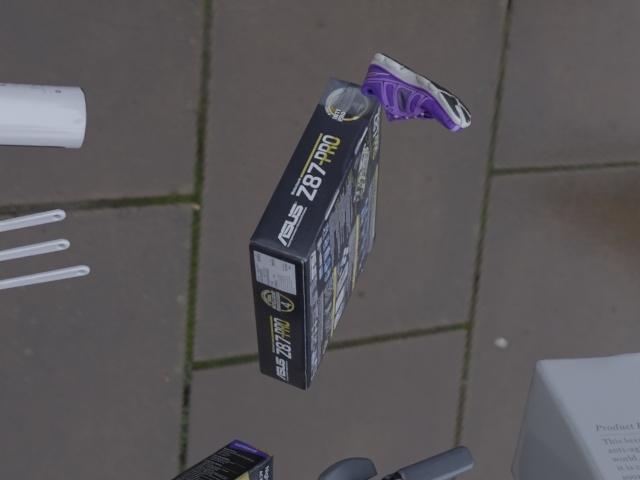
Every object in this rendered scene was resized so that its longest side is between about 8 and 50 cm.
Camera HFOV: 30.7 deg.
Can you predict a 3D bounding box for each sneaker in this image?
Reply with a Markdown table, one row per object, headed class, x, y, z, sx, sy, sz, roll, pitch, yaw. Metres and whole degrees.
| class | x | y | z | sx | sy | sz | roll | pitch | yaw |
| --- | --- | --- | --- | --- | --- | --- | --- | --- | --- |
| sneaker | 0.118 | -0.172 | 1.461 | 0.068 | 0.170 | 0.071 | 18 | 104 | -49 |

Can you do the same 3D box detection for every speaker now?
| class | x | y | z | sx | sy | sz | roll | pitch | yaw |
| --- | --- | --- | --- | --- | --- | --- | --- | --- | --- |
| speaker | -0.272 | -0.107 | 0.992 | 0.136 | 0.055 | 0.055 | 0 | 106 | -24 |

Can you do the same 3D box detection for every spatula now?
| class | x | y | z | sx | sy | sz | roll | pitch | yaw |
| --- | --- | --- | --- | --- | --- | --- | --- | --- | --- |
| spatula | -0.417 | 0.023 | 1.441 | 0.242 | 0.019 | 0.168 | -11 | 144 | -1 |

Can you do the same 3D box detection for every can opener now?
| class | x | y | z | sx | sy | sz | roll | pitch | yaw |
| --- | --- | --- | --- | --- | --- | --- | --- | --- | --- |
| can opener | 0.129 | 0.378 | 1.893 | 0.280 | 0.074 | 0.093 | -7 | 72 | -36 |

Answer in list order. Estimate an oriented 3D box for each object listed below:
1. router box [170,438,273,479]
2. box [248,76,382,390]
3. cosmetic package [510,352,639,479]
| class | x | y | z | sx | sy | sz | roll | pitch | yaw |
| --- | --- | --- | --- | --- | --- | --- | --- | --- | --- |
| router box | -0.172 | 0.485 | 1.731 | 0.243 | 0.081 | 0.308 | -26 | 123 | -52 |
| box | 0.000 | 0.000 | 1.770 | 0.395 | 0.097 | 0.318 | 89 | 24 | -57 |
| cosmetic package | 0.355 | 0.300 | 1.041 | 0.230 | 0.453 | 0.161 | 0 | 123 | -11 |
